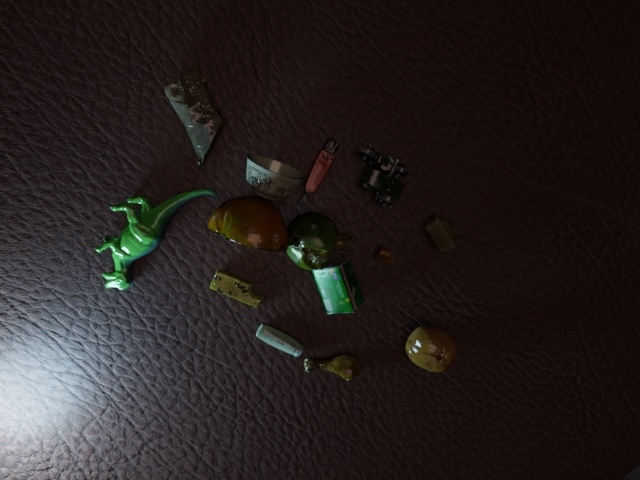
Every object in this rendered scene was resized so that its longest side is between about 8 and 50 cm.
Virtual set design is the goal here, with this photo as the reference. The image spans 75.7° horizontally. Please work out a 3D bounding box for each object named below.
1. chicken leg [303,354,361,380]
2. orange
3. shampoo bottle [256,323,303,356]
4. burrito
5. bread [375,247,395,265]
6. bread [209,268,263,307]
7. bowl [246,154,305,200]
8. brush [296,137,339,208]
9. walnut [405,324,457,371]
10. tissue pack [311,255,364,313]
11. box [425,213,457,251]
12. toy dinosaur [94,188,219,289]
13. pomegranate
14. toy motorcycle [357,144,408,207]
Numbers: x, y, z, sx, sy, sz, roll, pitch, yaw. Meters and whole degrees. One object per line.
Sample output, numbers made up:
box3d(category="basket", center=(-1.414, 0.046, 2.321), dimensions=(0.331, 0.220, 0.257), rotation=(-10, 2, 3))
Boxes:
box3d(category="chicken leg", center=(0.052, 0.548, 1.801), dimensions=(0.251, 0.107, 0.087), rotation=(5, 114, 0))
box3d(category="orange", center=(-0.265, -0.047, 1.568), dimensions=(0.274, 0.274, 0.310), rotation=(-31, 67, -3))
box3d(category="shampoo bottle", center=(-0.174, 0.432, 1.778), dimensions=(0.212, 0.049, 0.072), rotation=(30, 88, -10))
box3d(category="burrito", center=(-0.470, -0.484, 1.604), dimensions=(0.175, 0.107, 0.348), rotation=(-21, 97, 9))
box3d(category="bread", center=(0.291, 0.067, 1.791), dimensions=(0.103, 0.049, 0.062), rotation=(18, 128, -10))
box3d(category="bread", center=(-0.345, 0.203, 1.728), dimensions=(0.226, 0.049, 0.088), rotation=(24, 93, -10))
box3d(category="bowl", center=(-0.189, -0.238, 1.616), dimensions=(0.237, 0.238, 0.127), rotation=(18, 110, -9))
box3d(category="brush", center=(-0.019, -0.275, 1.714), dimensions=(0.070, 0.051, 0.324), rotation=(29, 90, -16))
box3d(category="walnut", center=(0.483, 0.471, 1.799), dimensions=(0.221, 0.195, 0.196), rotation=(22, 94, -13))
box3d(category="tissue pack", center=(0.087, 0.182, 1.740), dimensions=(0.147, 0.156, 0.209), rotation=(-10, 104, 38))
box3d(category="box", center=(0.531, -0.033, 1.787), dimensions=(0.111, 0.111, 0.177), rotation=(-35, 100, -2))
box3d(category="toy dinosaur", center=(-0.636, 0.001, 1.624), dimensions=(0.499, 0.144, 0.375), rotation=(-5, 103, -2))
box3d(category="pomegranate", center=(0.000, 0.000, 1.682), dimensions=(0.301, 0.235, 0.236), rotation=(-1, 98, -38))
box3d(category="toy motorcycle", center=(0.244, -0.267, 1.715), dimensions=(0.275, 0.127, 0.205), rotation=(25, 94, -16))
